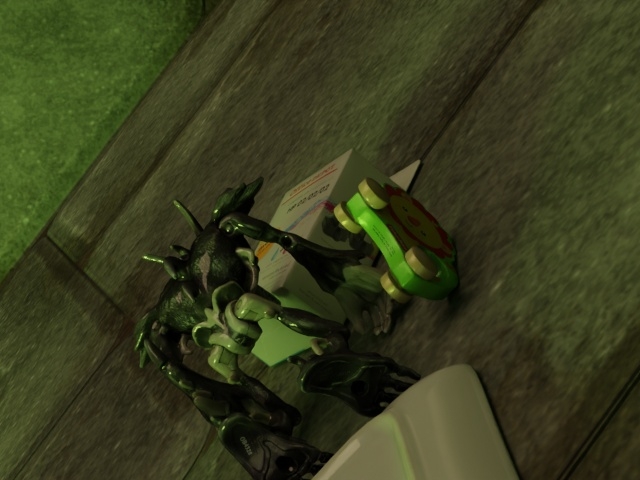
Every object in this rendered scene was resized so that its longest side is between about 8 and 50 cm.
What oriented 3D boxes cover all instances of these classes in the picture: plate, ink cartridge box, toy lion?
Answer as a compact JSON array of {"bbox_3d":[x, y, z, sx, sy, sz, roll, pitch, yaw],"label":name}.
[{"bbox_3d":[-0.001,0.207,0.825,0.278,0.045,0.277,-49,17,12],"label":"plate"},{"bbox_3d":[0.000,0.000,1.230,0.104,0.061,0.181,-31,26,51],"label":"ink cartridge box"},{"bbox_3d":[0.060,0.000,1.044,0.034,0.096,0.100,-46,57,21],"label":"toy lion"}]

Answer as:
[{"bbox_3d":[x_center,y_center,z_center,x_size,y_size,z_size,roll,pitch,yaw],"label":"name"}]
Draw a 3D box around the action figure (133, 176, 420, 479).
[{"bbox_3d":[-0.035,0.068,1.054,0.164,0.141,0.276,-52,32,8],"label":"action figure"}]
